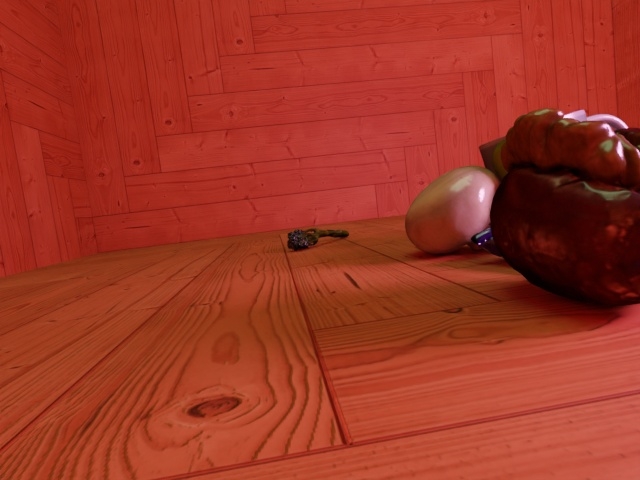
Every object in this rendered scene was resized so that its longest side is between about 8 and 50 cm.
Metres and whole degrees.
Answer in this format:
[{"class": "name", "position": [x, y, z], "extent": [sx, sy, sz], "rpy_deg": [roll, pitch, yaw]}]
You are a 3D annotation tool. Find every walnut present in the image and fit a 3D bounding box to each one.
[{"class": "walnut", "position": [0.328, -0.056, 0.508], "extent": [0.222, 0.243, 0.269], "rpy_deg": [-23, 7, 3]}]

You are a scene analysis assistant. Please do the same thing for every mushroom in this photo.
[{"class": "mushroom", "position": [0.328, -0.060, 0.977], "extent": [0.246, 0.202, 0.246], "rpy_deg": [-51, 2, 2]}]

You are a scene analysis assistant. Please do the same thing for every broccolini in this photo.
[{"class": "broccolini", "position": [-0.003, -0.004, 1.582], "extent": [0.074, 0.078, 0.392], "rpy_deg": [-16, -8, 30]}]

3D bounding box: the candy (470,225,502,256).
[{"class": "candy", "position": [0.403, 0.007, 0.724], "extent": [0.145, 0.070, 0.275], "rpy_deg": [-16, 17, -17]}]

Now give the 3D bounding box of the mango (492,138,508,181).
[{"class": "mango", "position": [0.498, -0.110, 0.893], "extent": [0.143, 0.293, 0.175], "rpy_deg": [-49, -15, 21]}]

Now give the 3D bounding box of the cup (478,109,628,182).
[{"class": "cup", "position": [0.633, -0.178, 1.077], "extent": [0.357, 0.274, 0.259], "rpy_deg": [-17, 4, 9]}]
